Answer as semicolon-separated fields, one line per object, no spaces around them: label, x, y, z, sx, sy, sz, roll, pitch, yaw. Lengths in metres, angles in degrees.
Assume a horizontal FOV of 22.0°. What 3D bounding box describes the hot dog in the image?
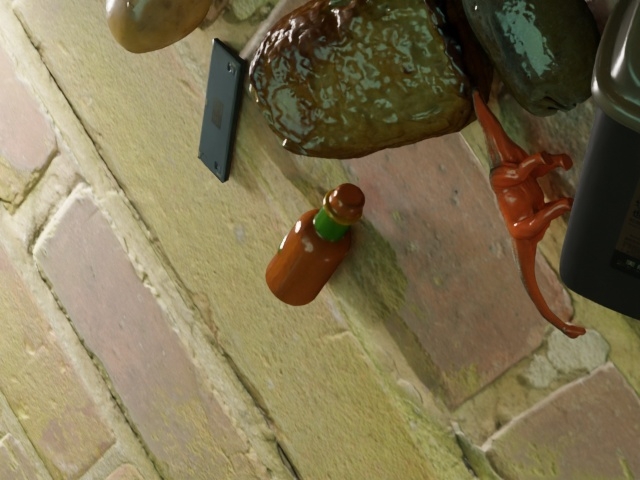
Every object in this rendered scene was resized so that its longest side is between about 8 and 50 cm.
hot dog;0.055;-0.171;1.570;0.259;0.114;0.175;-14;98;41

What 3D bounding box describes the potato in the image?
potato;-0.170;-0.279;1.806;0.109;0.118;0.178;28;128;-9

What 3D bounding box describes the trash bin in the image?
trash bin;0.296;-0.072;1.234;0.209;0.182;0.290;17;138;7

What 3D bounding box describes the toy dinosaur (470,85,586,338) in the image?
toy dinosaur;0.201;-0.025;1.515;0.101;0.055;0.279;-12;112;41

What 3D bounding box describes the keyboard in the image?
keyboard;-0.114;-0.148;1.896;0.055;0.014;0.176;42;140;30

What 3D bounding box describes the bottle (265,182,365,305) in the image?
bottle;0.000;0.000;1.797;0.069;0.069;0.187;54;143;14

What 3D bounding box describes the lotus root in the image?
lotus root;0.175;-0.199;1.421;0.192;0.088;0.113;63;152;2
